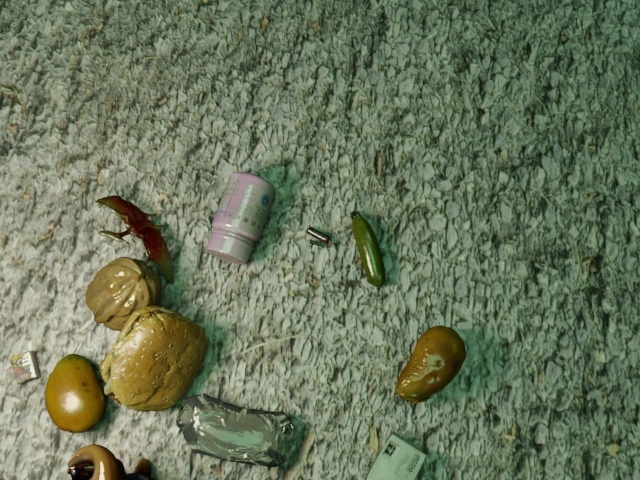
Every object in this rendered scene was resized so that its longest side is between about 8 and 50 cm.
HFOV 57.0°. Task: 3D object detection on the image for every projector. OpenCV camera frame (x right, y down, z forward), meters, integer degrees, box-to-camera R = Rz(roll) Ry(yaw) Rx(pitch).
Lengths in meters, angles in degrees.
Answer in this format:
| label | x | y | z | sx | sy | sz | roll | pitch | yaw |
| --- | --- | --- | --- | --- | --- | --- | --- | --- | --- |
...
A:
| label | x | y | z | sx | sy | sz | roll | pitch | yaw |
| --- | --- | --- | --- | --- | --- | --- | --- | --- | --- |
| projector | 0.206 | 0.627 | 1.633 | 0.115 | 0.061 | 0.147 | 31 | 77 | 6 |

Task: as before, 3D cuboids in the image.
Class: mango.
| label | x | y | z | sx | sy | sz | roll | pitch | yaw |
| --- | --- | --- | --- | --- | --- | --- | --- | --- | --- |
| mango | 0.308 | 0.351 | 1.660 | 0.249 | 0.151 | 0.156 | -43 | 113 | -13 |
| mango | -0.691 | 0.431 | 1.650 | 0.152 | 0.120 | 0.221 | -28 | 70 | -11 |

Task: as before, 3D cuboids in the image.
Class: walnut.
| label | x | y | z | sx | sy | sz | roll | pitch | yaw |
| --- | --- | --- | --- | --- | --- | --- | --- | --- | --- |
| walnut | -0.559 | 0.155 | 1.674 | 0.245 | 0.198 | 0.198 | -37 | 76 | 30 |

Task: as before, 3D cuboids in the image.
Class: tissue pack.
| label | x | y | z | sx | sy | sz | roll | pitch | yaw |
| --- | --- | --- | --- | --- | --- | --- | --- | --- | --- |
| tissue pack | -0.854 | 0.368 | 1.707 | 0.063 | 0.035 | 0.083 | -19 | 78 | -6 |

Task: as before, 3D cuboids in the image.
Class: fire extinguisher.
| label | x | y | z | sx | sy | sz | roll | pitch | yaw |
| --- | --- | --- | --- | --- | --- | --- | --- | --- | --- |
| fire extinguisher | -0.001 | -0.001 | 1.811 | 0.100 | 0.032 | 0.046 | 30 | 66 | 13 |

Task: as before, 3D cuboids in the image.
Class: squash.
| label | x | y | z | sx | sy | sz | roll | pitch | yaw |
| --- | --- | --- | --- | --- | --- | --- | --- | --- | --- |
| squash | 0.144 | 0.019 | 1.789 | 0.066 | 0.066 | 0.251 | -16 | 76 | -5 |

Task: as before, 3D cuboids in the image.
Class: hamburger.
| label | x | y | z | sx | sy | sz | roll | pitch | yaw |
| --- | --- | --- | --- | --- | --- | --- | --- | --- | --- |
| hamburger | -0.451 | 0.329 | 1.616 | 0.145 | 0.260 | 0.283 | 30 | 94 | 42 |

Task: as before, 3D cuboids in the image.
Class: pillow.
| label | x | y | z | sx | sy | sz | roll | pitch | yaw |
| --- | --- | --- | --- | --- | --- | --- | --- | --- | --- |
| pillow | -0.241 | 0.528 | 1.640 | 0.335 | 0.092 | 0.161 | 11 | 70 | 3 |

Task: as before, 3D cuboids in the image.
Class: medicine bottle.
| label | x | y | z | sx | sy | sz | roll | pitch | yaw |
| --- | --- | --- | --- | --- | --- | --- | --- | --- | --- |
| medicine bottle | -0.239 | -0.065 | 1.765 | 0.152 | 0.152 | 0.254 | 16 | 75 | 4 |

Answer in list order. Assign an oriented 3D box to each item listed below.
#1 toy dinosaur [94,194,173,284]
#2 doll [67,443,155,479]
| label | x | y | z | sx | sy | sz | roll | pitch | yaw |
| --- | --- | --- | --- | --- | --- | --- | --- | --- | --- |
| toy dinosaur | -0.552 | -0.012 | 1.774 | 0.327 | 0.113 | 0.206 | 31 | 38 | -13 |
| doll | -0.533 | 0.661 | 1.479 | 0.209 | 0.339 | 0.318 | -36 | 68 | -9 |
